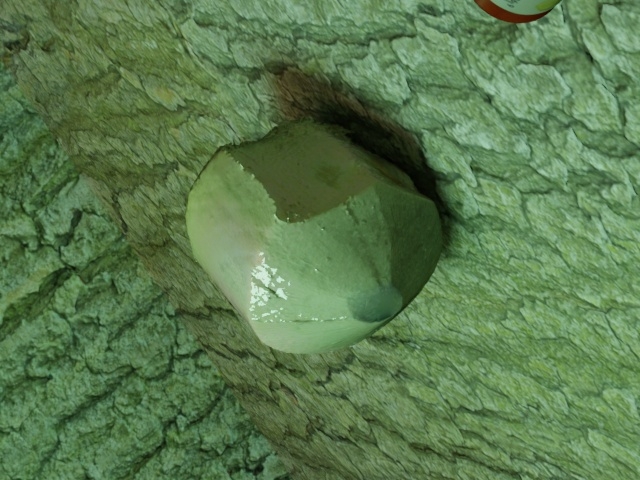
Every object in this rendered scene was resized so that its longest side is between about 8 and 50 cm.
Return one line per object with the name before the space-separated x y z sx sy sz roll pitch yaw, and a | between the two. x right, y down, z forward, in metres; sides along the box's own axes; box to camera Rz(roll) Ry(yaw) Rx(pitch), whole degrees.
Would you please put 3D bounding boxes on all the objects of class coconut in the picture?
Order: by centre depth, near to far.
coconut | 0.000 0.000 1.994 0.309 0.297 0.297 40 159 43

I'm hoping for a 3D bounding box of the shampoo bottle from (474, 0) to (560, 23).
shampoo bottle | 0.214 -0.287 1.313 0.104 0.104 0.278 49 160 2
